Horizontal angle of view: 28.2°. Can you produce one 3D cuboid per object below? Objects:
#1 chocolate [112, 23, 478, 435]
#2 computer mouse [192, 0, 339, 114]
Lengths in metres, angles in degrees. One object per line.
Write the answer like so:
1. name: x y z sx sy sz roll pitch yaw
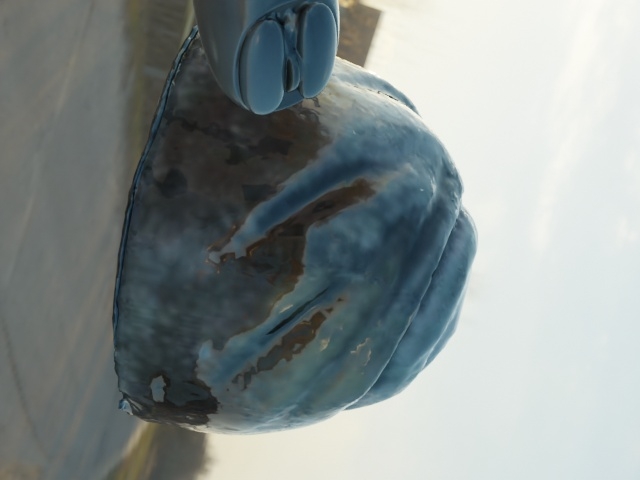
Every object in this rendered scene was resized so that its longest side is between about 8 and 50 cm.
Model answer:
1. chocolate: 0.000 0.000 0.880 0.303 0.213 0.303 13 90 -83
2. computer mouse: -0.021 -0.101 0.564 0.039 0.066 0.096 29 -45 58
